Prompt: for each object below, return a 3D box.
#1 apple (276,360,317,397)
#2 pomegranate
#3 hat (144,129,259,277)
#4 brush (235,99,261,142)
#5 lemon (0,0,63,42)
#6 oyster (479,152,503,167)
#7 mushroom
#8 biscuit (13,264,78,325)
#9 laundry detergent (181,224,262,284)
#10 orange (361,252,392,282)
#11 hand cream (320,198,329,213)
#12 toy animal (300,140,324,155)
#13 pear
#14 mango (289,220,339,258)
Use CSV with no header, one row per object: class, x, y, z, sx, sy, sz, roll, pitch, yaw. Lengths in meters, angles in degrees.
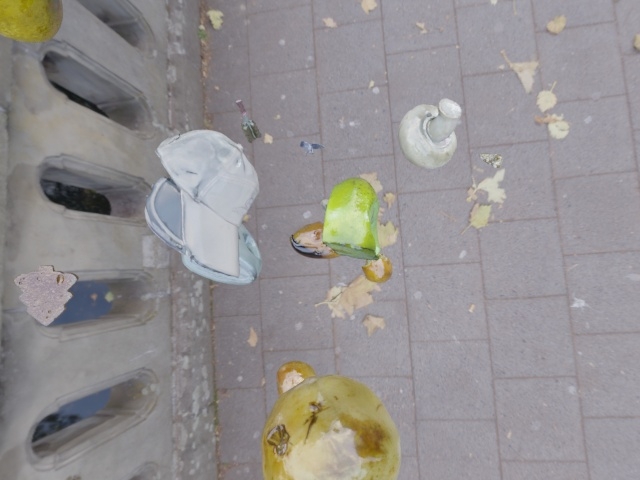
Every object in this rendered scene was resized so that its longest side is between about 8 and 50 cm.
apple,-0.076,0.518,1.431,0.155,0.182,0.182,-6,84,-6
pomegranate,0.025,0.492,0.956,0.332,0.332,0.333,-1,85,11
hat,-0.188,-0.066,0.723,0.161,0.232,0.275,-16,74,14
brush,-0.373,-0.606,2.033,0.084,0.301,0.071,-28,68,-4
lemon,-0.556,-0.456,0.711,0.170,0.207,0.170,4,68,-9
oyster,0.527,-0.256,1.244,0.083,0.080,0.038,39,130,26
mushroom,0.508,-0.519,1.933,0.315,0.356,0.315,-12,56,19
biscuit,-0.590,0.118,0.867,0.119,0.019,0.130,1,86,-18
laundry detergent,-0.331,0.007,1.448,0.264,0.398,0.125,22,108,-13
orange,0.266,0.129,1.889,0.134,0.156,0.156,-32,80,16
hand cream,0.024,-0.116,1.423,0.039,0.143,0.061,-17,109,0
toy animal,-0.030,-0.262,1.157,0.028,0.084,0.050,50,124,41
pear,0.115,-0.071,1.303,0.159,0.292,0.292,1,86,13
mango,0.000,0.000,1.941,0.287,0.153,0.201,11,70,15
